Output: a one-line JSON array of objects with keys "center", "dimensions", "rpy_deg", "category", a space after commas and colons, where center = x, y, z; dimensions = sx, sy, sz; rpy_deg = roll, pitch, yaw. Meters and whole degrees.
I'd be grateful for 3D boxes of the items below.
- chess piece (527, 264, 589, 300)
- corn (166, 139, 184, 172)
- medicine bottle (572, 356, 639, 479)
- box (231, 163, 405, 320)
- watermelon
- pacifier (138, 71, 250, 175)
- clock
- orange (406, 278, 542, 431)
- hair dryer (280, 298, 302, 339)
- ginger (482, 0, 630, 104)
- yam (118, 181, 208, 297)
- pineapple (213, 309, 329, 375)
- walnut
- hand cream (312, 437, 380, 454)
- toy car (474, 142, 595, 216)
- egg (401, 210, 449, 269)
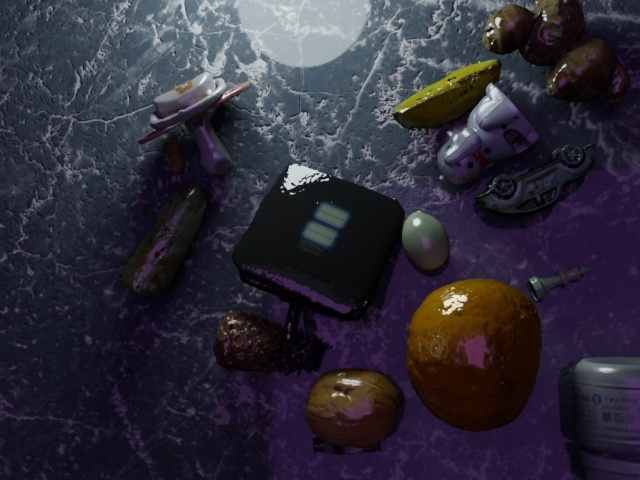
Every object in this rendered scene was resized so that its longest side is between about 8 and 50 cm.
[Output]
[{"center": [0.580, 0.094, 1.848], "dimensions": [0.149, 0.059, 0.059], "rpy_deg": [-20, 77, 1], "category": "chess piece"}, {"center": [-0.399, -0.230, 2.097], "dimensions": [0.037, 0.037, 0.092], "rpy_deg": [-22, 73, 6], "category": "corn"}, {"center": [0.680, 0.416, 1.670], "dimensions": [0.245, 0.245, 0.306], "rpy_deg": [-1, 87, 10], "category": "medicine bottle"}, {"center": [0.000, 0.000, 1.906], "dimensions": [0.359, 0.091, 0.350], "rpy_deg": [21, 65, 14], "category": "box"}, {"center": [0.313, -0.368, 1.943], "dimensions": [0.301, 0.129, 0.123], "rpy_deg": [-27, 77, -2], "category": "watermelon"}, {"center": [-0.320, -0.316, 2.011], "dimensions": [0.332, 0.273, 0.220], "rpy_deg": [-27, 51, 1], "category": "pacifier"}, {"center": [0.392, -0.240, 1.901], "dimensions": [0.254, 0.189, 0.189], "rpy_deg": [-38, 75, 17], "category": "clock"}, {"center": [0.338, 0.251, 1.724], "dimensions": [0.293, 0.340, 0.340], "rpy_deg": [11, 82, 24], "category": "orange"}, {"center": [-0.051, 0.167, 1.889], "dimensions": [0.124, 0.071, 0.219], "rpy_deg": [2, 37, 12], "category": "hair dryer"}, {"center": [0.594, -0.465, 1.888], "dimensions": [0.375, 0.176, 0.256], "rpy_deg": [42, 67, 4], "category": "ginger"}, {"center": [-0.401, -0.005, 2.013], "dimensions": [0.133, 0.133, 0.330], "rpy_deg": [25, 81, 14], "category": "yam"}, {"center": [-0.122, 0.270, 1.911], "dimensions": [0.278, 0.158, 0.158], "rpy_deg": [13, 82, 0], "category": "pineapple"}, {"center": [0.075, 0.397, 1.816], "dimensions": [0.225, 0.193, 0.193], "rpy_deg": [-5, 79, 9], "category": "walnut"}, {"center": [0.062, 0.496, 1.879], "dimensions": [0.163, 0.039, 0.062], "rpy_deg": [-6, 77, 3], "category": "hand cream"}, {"center": [0.531, -0.136, 1.861], "dimensions": [0.306, 0.136, 0.125], "rpy_deg": [-23, 90, 4], "category": "toy car"}, {"center": [0.258, 0.000, 1.892], "dimensions": [0.114, 0.114, 0.152], "rpy_deg": [-19, 73, 6], "category": "egg"}]
